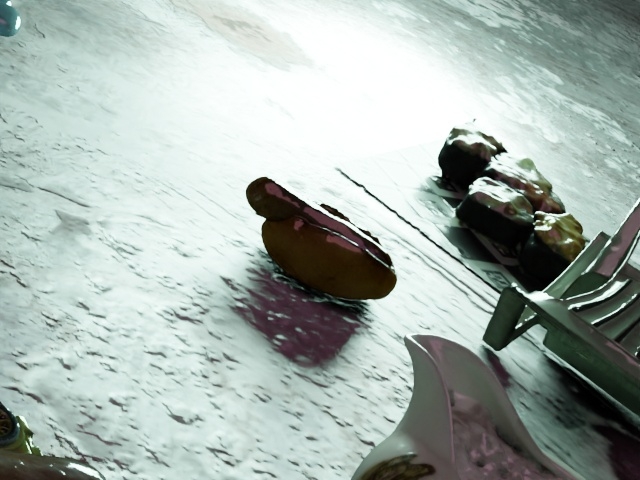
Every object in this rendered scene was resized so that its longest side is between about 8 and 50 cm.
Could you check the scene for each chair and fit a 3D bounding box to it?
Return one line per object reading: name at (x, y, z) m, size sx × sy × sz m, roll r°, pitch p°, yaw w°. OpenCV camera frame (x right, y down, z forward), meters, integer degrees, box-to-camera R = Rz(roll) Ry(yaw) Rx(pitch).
chair at (0.266, 0.067, 1.227) m, size 0.203 × 0.190 × 0.274 m, roll 36°, pitch 52°, yaw 15°

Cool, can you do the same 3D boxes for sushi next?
sushi at (0.195, -0.032, 1.496) m, size 0.294 × 0.059 × 0.292 m, roll 38°, pitch 24°, yaw 15°

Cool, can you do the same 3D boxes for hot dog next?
hot dog at (0.001, 0.000, 1.196) m, size 0.140 × 0.060 × 0.090 m, roll 29°, pitch 18°, yaw 7°

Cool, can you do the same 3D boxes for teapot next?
teapot at (0.119, 0.187, 0.851) m, size 0.298 × 0.139 × 0.204 m, roll 44°, pitch 24°, yaw 31°

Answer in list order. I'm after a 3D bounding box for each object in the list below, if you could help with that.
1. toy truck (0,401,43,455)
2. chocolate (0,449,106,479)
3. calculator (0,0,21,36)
toy truck at (-0.195, 0.132, 0.667) m, size 0.169 × 0.077 × 0.100 m, roll 4°, pitch 40°, yaw -48°
chocolate at (-0.189, 0.133, 0.563) m, size 0.261 × 0.083 × 0.161 m, roll 16°, pitch 66°, yaw -29°
calculator at (-0.367, -0.190, 1.170) m, size 0.302 × 0.042 × 0.188 m, roll 0°, pitch 36°, yaw -49°
